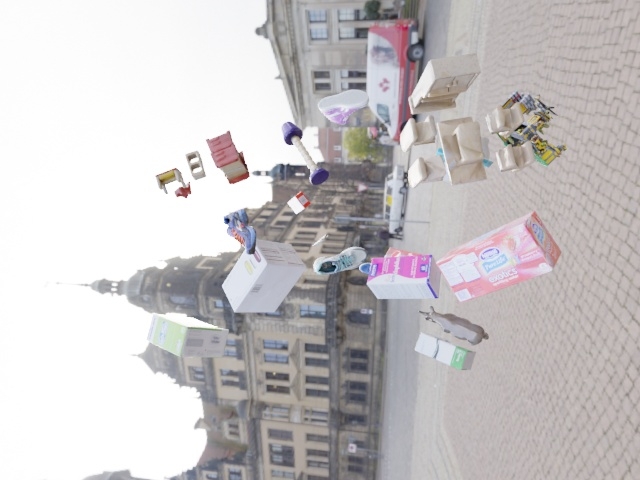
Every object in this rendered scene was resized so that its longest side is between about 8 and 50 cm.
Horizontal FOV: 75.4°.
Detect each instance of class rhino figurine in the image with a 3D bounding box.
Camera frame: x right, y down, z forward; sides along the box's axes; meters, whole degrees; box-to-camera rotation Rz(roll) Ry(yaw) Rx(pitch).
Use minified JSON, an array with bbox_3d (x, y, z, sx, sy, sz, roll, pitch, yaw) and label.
[{"bbox_3d":[0.453,0.289,1.428,0.073,0.243,0.106,-63,-28,-8],"label":"rhino figurine"}]

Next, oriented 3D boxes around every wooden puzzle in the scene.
[{"bbox_3d":[0.000,0.000,1.531,0.006,0.083,0.049,51,-154,-8],"label":"wooden puzzle"}]

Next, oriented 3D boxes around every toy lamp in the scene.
[{"bbox_3d":[-0.064,-0.315,1.461,0.274,0.080,0.080,61,172,28],"label":"toy lamp"}]

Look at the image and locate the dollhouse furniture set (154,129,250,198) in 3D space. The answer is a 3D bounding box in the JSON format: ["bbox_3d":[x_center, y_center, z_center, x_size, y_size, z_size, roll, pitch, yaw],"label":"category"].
[{"bbox_3d":[-0.525,-0.321,1.850,0.201,0.374,0.152,73,176,-73],"label":"dollhouse furniture set"}]

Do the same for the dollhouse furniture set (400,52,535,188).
[{"bbox_3d":[0.450,-0.376,1.412,0.256,0.362,0.394,101,159,-82],"label":"dollhouse furniture set"}]

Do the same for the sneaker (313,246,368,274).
[{"bbox_3d":[0.104,0.117,2.063,0.122,0.283,0.110,-86,-23,-81],"label":"sneaker"}]

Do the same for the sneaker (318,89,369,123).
[{"bbox_3d":[0.144,-0.671,2.107,0.161,0.282,0.102,41,-117,-48],"label":"sneaker"}]

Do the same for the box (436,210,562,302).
[{"bbox_3d":[0.529,0.053,1.246,0.142,0.300,0.154,-29,-94,-46],"label":"box"}]

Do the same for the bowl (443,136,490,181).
[{"bbox_3d":[0.669,-0.351,1.941,0.298,0.298,0.134,53,-163,-77],"label":"bowl"}]

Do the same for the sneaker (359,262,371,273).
[{"bbox_3d":[0.283,0.162,2.174,0.084,0.152,0.058,-94,18,-74],"label":"sneaker"}]

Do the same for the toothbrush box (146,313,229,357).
[{"bbox_3d":[-0.557,0.397,1.730,0.206,0.283,0.122,19,-102,-47],"label":"toothbrush box"}]

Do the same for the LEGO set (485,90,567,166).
[{"bbox_3d":[0.838,-0.457,1.628,0.192,0.255,0.331,-47,18,14],"label":"LEGO set"}]

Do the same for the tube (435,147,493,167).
[{"bbox_3d":[0.550,-0.312,1.588,0.080,0.207,0.052,-42,-40,-44],"label":"tube"}]

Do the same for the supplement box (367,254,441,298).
[{"bbox_3d":[0.287,0.128,1.423,0.114,0.220,0.111,50,-136,-43],"label":"supplement box"}]

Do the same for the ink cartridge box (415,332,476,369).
[{"bbox_3d":[0.531,0.469,1.757,0.153,0.208,0.086,24,-96,-54],"label":"ink cartridge box"}]

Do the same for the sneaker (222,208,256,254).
[{"bbox_3d":[-0.279,-0.024,1.430,0.221,0.087,0.083,-126,33,-45],"label":"sneaker"}]

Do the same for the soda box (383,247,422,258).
[{"bbox_3d":[0.478,0.113,2.329,0.092,0.083,0.263,-57,29,-10],"label":"soda box"}]

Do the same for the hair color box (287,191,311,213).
[{"bbox_3d":[-0.098,-0.171,1.887,0.072,0.043,0.141,52,161,-7],"label":"hair color box"}]

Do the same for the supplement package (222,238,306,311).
[{"bbox_3d":[-0.225,0.145,1.638,0.204,0.145,0.261,11,-57,-45],"label":"supplement package"}]
